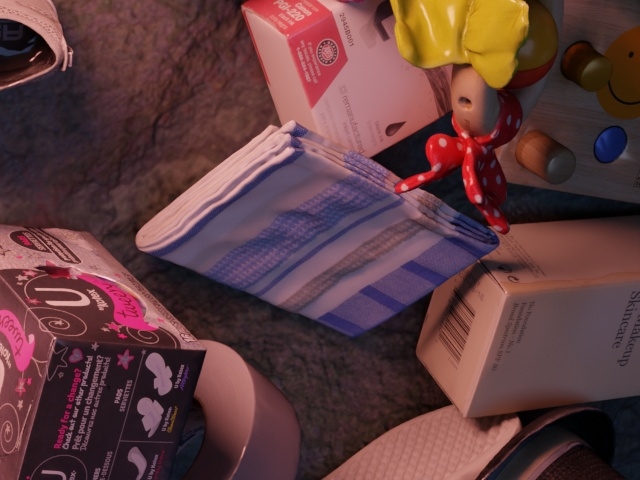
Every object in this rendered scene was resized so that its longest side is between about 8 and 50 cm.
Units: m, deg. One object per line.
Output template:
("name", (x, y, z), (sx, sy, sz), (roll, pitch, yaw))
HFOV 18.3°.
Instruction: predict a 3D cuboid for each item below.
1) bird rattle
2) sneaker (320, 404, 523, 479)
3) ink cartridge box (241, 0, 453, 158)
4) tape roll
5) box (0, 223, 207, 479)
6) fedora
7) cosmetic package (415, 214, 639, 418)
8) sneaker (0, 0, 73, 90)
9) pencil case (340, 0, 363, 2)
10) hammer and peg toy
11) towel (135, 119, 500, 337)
("bird rattle", (0.157, -0.144, 1.703), (0.207, 0.143, 0.253), (-48, 139, -35))
("sneaker", (0.070, 0.281, 1.983), (0.321, 0.126, 0.127), (-29, 120, -2))
("ink cartridge box", (0.061, -0.181, 1.769), (0.218, 0.092, 0.158), (-31, 126, -16))
("tape roll", (-0.124, 0.199, 1.766), (0.219, 0.219, 0.072), (-49, 129, -1))
("box", (-0.223, 0.101, 1.641), (0.142, 0.247, 0.163), (5, 110, -33))
("fedora", (0.235, 0.334, 1.946), (0.334, 0.152, 0.334), (-31, 136, -36))
("cosmetic package", (0.266, 0.070, 1.985), (0.310, 0.113, 0.160), (-5, 127, -27))
("sneaker", (-0.325, -0.153, 1.539), (0.281, 0.115, 0.105), (-14, 119, -24))
("pencil case", (0.065, -0.283, 1.690), (0.209, 0.095, 0.098), (-40, 108, -22))
("hammer and peg toy", (0.339, -0.148, 1.923), (0.361, 0.127, 0.266), (8, 109, -33))
("towel", (0.000, 0.000, 1.793), (0.285, 0.034, 0.209), (26, 133, -39))
